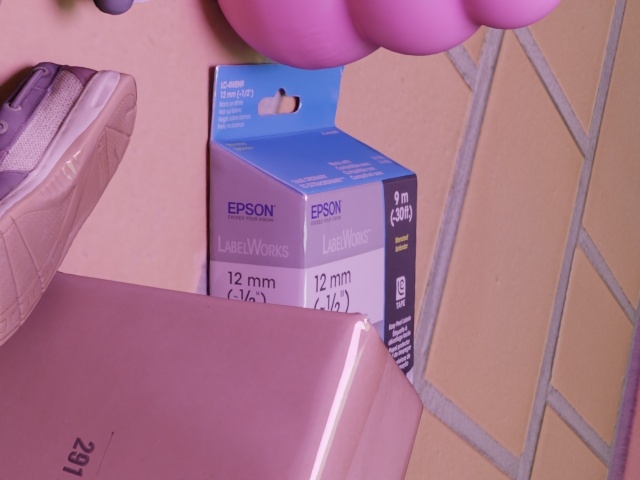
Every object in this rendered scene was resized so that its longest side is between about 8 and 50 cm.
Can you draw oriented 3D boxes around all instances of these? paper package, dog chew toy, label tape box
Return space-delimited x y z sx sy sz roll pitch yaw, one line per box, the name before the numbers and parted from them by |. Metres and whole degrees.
paper package | -0.116 0.203 0.931 0.168 0.309 0.325 51 52 -53
dog chew toy | 0.069 -0.251 1.176 0.206 0.332 0.206 -20 113 -60
label tape box | 0.000 0.000 1.325 0.249 0.115 0.347 -14 109 -61

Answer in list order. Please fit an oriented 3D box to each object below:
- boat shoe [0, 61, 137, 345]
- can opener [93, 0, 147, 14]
boat shoe | -0.222 -0.026 0.926 0.103 0.092 0.285 93 19 -48
can opener | -0.152 -0.314 1.003 0.074 0.093 0.280 -9 103 -17
